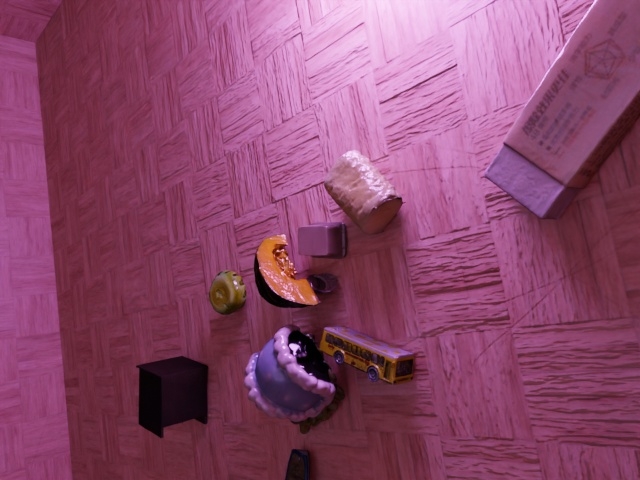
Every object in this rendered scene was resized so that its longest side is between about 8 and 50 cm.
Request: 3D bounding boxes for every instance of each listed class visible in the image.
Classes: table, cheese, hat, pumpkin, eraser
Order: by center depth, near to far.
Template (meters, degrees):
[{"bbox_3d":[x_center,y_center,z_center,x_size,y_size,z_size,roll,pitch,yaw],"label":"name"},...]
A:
[{"bbox_3d":[0.416,-0.207,0.818,0.144,0.078,0.343,49,124,33],"label":"eraser"},{"bbox_3d":[0.091,-0.105,1.133,0.167,0.094,0.123,52,126,31],"label":"cheese"},{"bbox_3d":[0.002,0.114,1.265,0.087,0.058,0.042,6,138,24],"label":"hat"},{"bbox_3d":[-0.118,0.118,1.300,0.278,0.111,0.163,58,142,42],"label":"pumpkin"},{"bbox_3d":[-0.481,0.498,1.666,0.172,0.169,0.193,3,94,45],"label":"table"}]

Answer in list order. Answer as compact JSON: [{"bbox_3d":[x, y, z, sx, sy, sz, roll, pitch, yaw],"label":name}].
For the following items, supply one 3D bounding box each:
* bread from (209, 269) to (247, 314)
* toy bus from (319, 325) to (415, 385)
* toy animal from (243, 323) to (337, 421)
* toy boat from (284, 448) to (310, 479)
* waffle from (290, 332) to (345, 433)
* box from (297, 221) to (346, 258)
[{"bbox_3d":[-0.269,0.155,1.515,0.130,0.071,0.139,51,123,28],"label":"bread"},{"bbox_3d":[0.101,0.253,1.146,0.226,0.081,0.074,14,96,47],"label":"toy bus"},{"bbox_3d":[-0.082,0.317,1.207,0.204,0.156,0.208,-46,62,23],"label":"toy animal"},{"bbox_3d":[-0.060,0.650,1.318,0.080,0.046,0.229,6,90,43],"label":"toy boat"},{"bbox_3d":[-0.049,0.362,1.310,0.204,0.054,0.223,-50,59,34],"label":"waffle"},{"bbox_3d":[0.000,0.000,1.248,0.122,0.062,0.089,0,91,46],"label":"box"}]
